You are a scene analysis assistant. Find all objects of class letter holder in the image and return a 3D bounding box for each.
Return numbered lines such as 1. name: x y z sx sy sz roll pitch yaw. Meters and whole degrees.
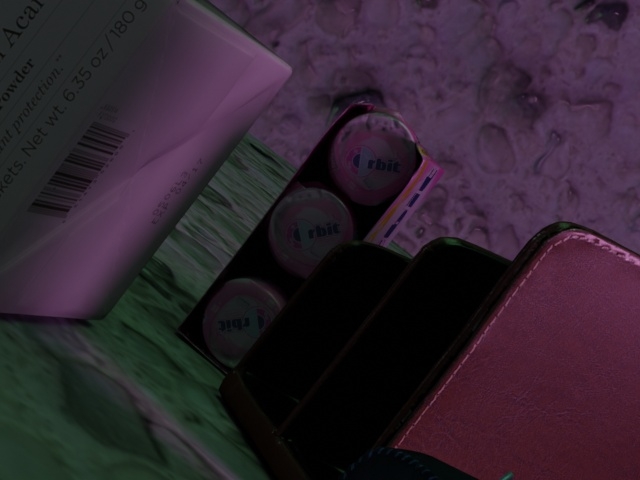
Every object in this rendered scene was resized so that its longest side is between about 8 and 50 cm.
1. letter holder: 0.137 0.102 0.886 0.302 0.214 0.152 34 8 -33

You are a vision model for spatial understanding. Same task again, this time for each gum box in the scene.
1. gum box: 0.000 0.000 0.977 0.062 0.188 0.107 38 6 8

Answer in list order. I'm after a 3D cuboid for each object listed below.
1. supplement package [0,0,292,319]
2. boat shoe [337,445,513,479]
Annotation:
1. supplement package: -0.196 -0.118 0.776 0.293 0.177 0.175 39 7 16
2. boat shoe: 0.054 0.149 0.590 0.089 0.109 0.258 31 7 -29
